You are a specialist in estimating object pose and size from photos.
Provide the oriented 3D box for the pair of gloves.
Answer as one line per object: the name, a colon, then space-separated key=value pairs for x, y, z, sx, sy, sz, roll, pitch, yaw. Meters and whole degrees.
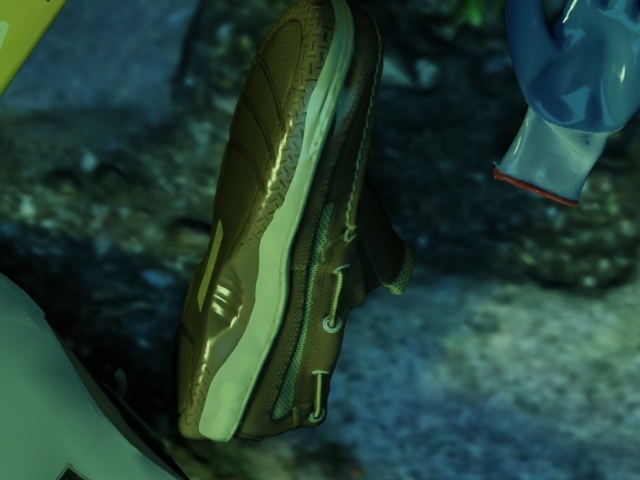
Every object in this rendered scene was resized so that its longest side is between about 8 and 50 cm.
pair of gloves: x=0.172 y=-0.072 z=0.917 sx=0.198 sy=0.023 sz=0.159 roll=18 pitch=121 yaw=-10

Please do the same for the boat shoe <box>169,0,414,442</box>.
boat shoe: x=-0.001 y=-0.005 z=0.938 sx=0.095 sy=0.095 sz=0.257 roll=7 pitch=132 yaw=-16

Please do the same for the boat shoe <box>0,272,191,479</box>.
boat shoe: x=-0.132 y=0.116 z=1.005 sx=0.306 sy=0.105 sz=0.113 roll=36 pitch=79 yaw=1

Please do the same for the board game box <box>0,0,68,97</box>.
board game box: x=-0.271 y=-0.082 z=0.828 sx=0.242 sy=0.064 sz=0.316 roll=34 pitch=93 yaw=-19
